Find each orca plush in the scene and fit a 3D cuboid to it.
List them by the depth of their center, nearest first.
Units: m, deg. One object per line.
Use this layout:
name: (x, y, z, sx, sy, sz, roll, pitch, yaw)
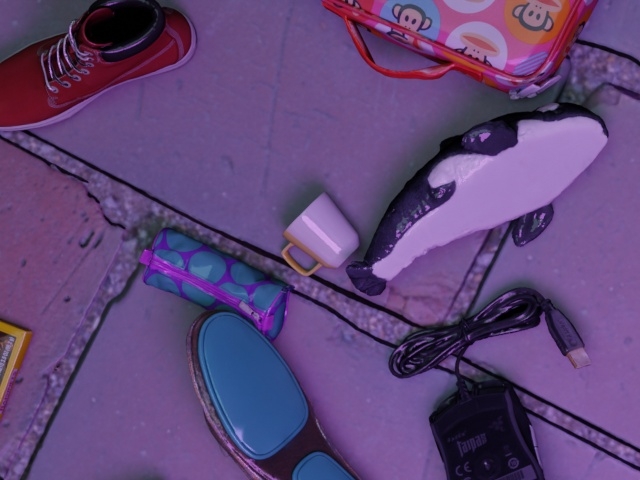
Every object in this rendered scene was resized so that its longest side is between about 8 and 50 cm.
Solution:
orca plush: (0.144, -0.054, 1.889, 0.151, 0.102, 0.287, 34, 108, -34)

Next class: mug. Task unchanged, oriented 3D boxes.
mug: (0.003, -0.003, 1.915, 0.064, 0.078, 0.062, 44, 62, 1)

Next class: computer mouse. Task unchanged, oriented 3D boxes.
computer mouse: (0.191, 0.175, 1.840, 0.184, 0.060, 0.262, -29, 56, 10)

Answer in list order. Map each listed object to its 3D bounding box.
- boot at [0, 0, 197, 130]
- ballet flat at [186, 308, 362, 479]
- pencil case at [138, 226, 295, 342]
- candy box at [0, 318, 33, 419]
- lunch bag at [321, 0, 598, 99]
boot: (-0.257, -0.182, 1.904, 0.244, 0.176, 0.088, -21, 85, 10)
ballet flat: (-0.043, 0.214, 1.877, 0.107, 0.106, 0.316, -32, 85, -30)
pencil case: (-0.104, 0.044, 1.917, 0.152, 0.070, 0.064, 25, 104, 12)
candy box: (-0.383, 0.172, 1.982, 0.105, 0.027, 0.206, 20, 90, 14)
lunch bag: (0.128, -0.274, 1.869, 0.293, 0.120, 0.258, 28, 92, 10)
